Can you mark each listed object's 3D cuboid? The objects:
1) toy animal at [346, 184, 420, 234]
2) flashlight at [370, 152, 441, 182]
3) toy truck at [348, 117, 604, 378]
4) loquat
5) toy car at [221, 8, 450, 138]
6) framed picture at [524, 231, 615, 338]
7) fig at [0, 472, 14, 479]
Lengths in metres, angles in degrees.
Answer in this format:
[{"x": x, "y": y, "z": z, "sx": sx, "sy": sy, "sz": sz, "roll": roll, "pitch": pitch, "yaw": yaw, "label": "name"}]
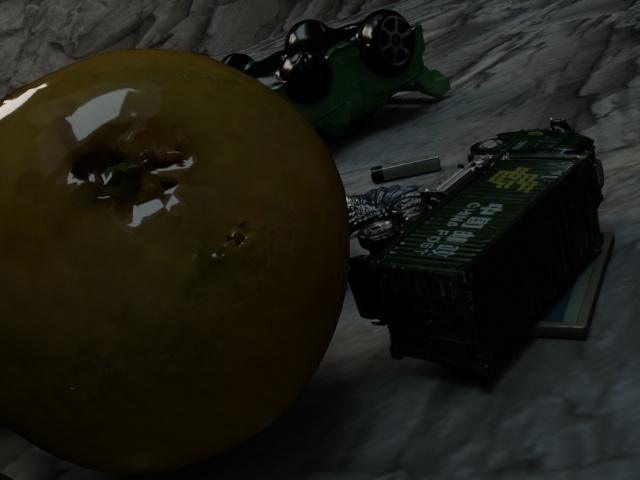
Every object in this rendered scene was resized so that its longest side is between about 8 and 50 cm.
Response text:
[{"x": 0.000, "y": 0.000, "z": 0.689, "sx": 0.220, "sy": 0.062, "sz": 0.108, "roll": -28, "pitch": 24, "yaw": 2, "label": "toy animal"}, {"x": 0.102, "y": -0.087, "z": 0.895, "sx": 0.083, "sy": 0.018, "sz": 0.018, "roll": -11, "pitch": 24, "yaw": 10, "label": "flashlight"}, {"x": 0.131, "y": -0.010, "z": 0.570, "sx": 0.121, "sy": 0.088, "sz": 0.259, "roll": 4, "pitch": 30, "yaw": 42, "label": "toy truck"}, {"x": -0.106, "y": 0.012, "z": 0.475, "sx": 0.263, "sy": 0.263, "sz": 0.263, "roll": -13, "pitch": 22, "yaw": 5, "label": "loquat"}, {"x": 0.018, "y": -0.241, "z": 1.138, "sx": 0.359, "sy": 0.176, "sz": 0.213, "roll": -34, "pitch": 28, "yaw": -31, "label": "toy car"}, {"x": 0.162, "y": 0.031, "z": 0.580, "sx": 0.109, "sy": 0.011, "sz": 0.149, "roll": -2, "pitch": 25, "yaw": 30, "label": "framed picture"}, {"x": -0.211, "y": 0.160, "z": 0.393, "sx": 0.124, "sy": 0.124, "sz": 0.236, "roll": -25, "pitch": 13, "yaw": -24, "label": "fig"}]
